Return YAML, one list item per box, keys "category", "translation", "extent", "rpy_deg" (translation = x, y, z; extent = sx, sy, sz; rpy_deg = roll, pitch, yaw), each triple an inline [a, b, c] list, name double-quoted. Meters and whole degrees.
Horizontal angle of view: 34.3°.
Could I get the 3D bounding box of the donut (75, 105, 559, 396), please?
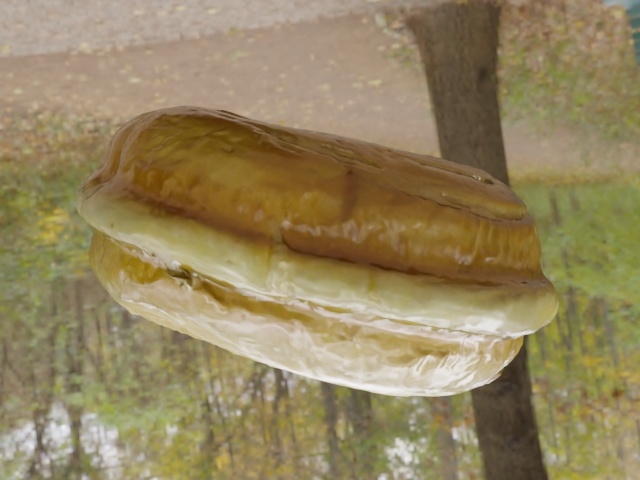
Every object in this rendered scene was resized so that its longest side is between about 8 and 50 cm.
- category: "donut"
  translation: [0.000, 0.000, 0.950]
  extent: [0.448, 0.198, 0.449]
  rpy_deg: [13, -174, -1]
